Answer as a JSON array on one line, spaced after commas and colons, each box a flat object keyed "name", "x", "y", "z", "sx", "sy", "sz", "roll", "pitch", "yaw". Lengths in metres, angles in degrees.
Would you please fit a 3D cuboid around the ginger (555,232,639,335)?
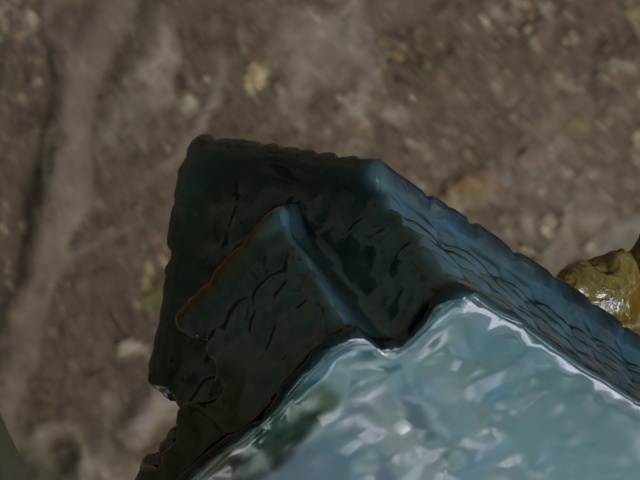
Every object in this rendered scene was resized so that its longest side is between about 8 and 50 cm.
[{"name": "ginger", "x": 0.227, "y": 0.099, "z": 1.765, "sx": 0.148, "sy": 0.081, "sz": 0.334, "roll": 6, "pitch": 123, "yaw": -55}]

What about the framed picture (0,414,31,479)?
[{"name": "framed picture", "x": -0.125, "y": 0.213, "z": 0.731, "sx": 0.018, "sy": 0.192, "sz": 0.265, "roll": -3, "pitch": 130, "yaw": -30}]

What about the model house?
[{"name": "model house", "x": 0.021, "y": 0.088, "z": 1.297, "sx": 0.360, "sy": 0.339, "sz": 0.297, "roll": 30, "pitch": 111, "yaw": -36}]
